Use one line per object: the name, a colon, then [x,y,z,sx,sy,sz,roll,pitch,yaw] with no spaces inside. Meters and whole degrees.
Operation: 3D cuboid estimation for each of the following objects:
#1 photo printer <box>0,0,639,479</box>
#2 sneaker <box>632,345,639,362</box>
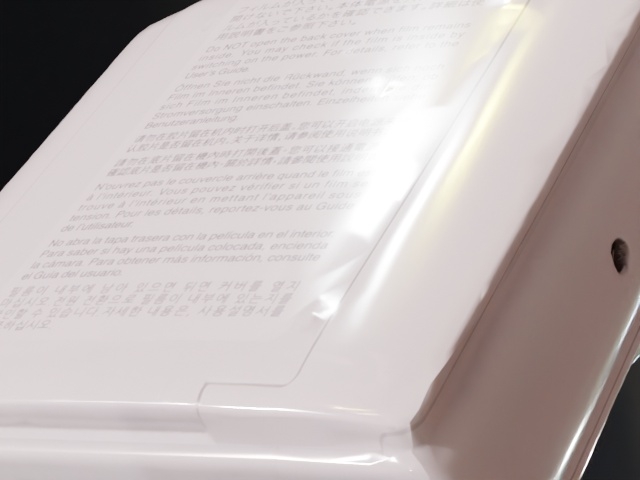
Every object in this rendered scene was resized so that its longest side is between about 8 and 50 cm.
photo printer: [0.000,0.000,0.714,0.307,0.256,0.107,-57,-45,-44]
sneaker: [0.110,0.010,1.056,0.118,0.222,0.083,31,-99,-11]
